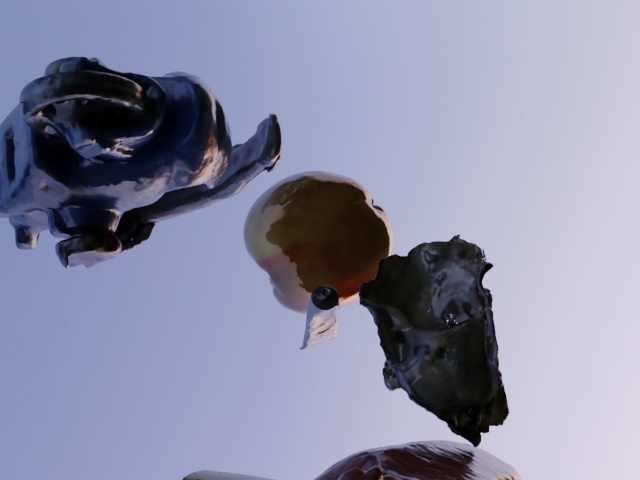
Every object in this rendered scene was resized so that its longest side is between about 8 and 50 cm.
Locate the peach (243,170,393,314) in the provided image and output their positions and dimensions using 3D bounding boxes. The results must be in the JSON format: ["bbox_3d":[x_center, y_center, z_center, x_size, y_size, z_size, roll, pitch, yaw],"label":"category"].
[{"bbox_3d":[0.000,0.000,1.089,0.184,0.184,0.184,7,-100,-46],"label":"peach"}]

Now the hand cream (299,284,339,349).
[{"bbox_3d":[0.001,0.059,0.635,0.030,0.093,0.019,-20,-118,-13],"label":"hand cream"}]

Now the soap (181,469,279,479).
[{"bbox_3d":[-0.088,0.235,0.820,0.089,0.168,0.033,39,-125,-72],"label":"soap"}]

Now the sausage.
[{"bbox_3d":[0.067,0.211,0.614,0.254,0.148,0.148,13,-104,-52],"label":"sausage"}]

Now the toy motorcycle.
[{"bbox_3d":[-0.184,-0.090,0.809,0.241,0.319,0.182,-31,-85,-36],"label":"toy motorcycle"}]

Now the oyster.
[{"bbox_3d":[0.089,0.078,0.685,0.053,0.108,0.166,91,172,-62],"label":"oyster"}]
